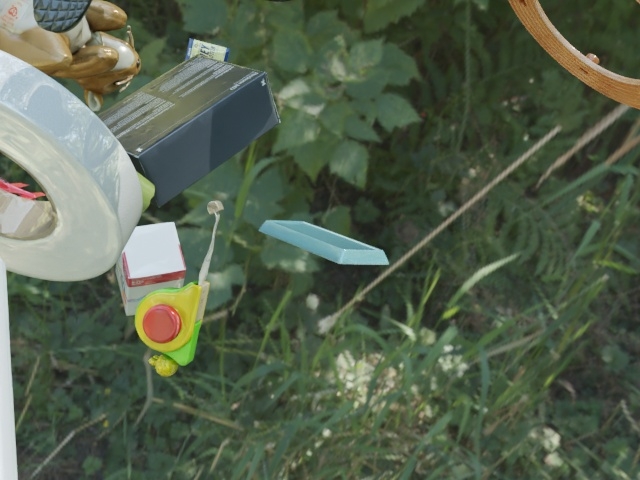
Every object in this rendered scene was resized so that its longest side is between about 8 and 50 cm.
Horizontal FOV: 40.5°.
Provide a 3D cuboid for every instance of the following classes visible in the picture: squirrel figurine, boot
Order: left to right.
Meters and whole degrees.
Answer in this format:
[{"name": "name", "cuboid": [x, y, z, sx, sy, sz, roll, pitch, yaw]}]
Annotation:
[{"name": "squirrel figurine", "cuboid": [-0.615, -0.442, 1.980, 0.396, 0.370, 0.281, -8, 79, 15]}, {"name": "boot", "cuboid": [-0.339, -0.401, 1.293, 0.083, 0.161, 0.247, 15, 83, 4]}]

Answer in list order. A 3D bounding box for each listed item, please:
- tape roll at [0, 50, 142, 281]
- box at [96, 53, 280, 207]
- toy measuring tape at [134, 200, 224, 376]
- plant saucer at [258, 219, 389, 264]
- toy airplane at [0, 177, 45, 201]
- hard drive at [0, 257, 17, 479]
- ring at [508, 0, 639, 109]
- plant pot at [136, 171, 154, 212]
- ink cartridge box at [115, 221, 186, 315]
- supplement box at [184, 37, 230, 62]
[{"name": "tape roll", "cuboid": [-0.420, -0.091, 1.110, 0.392, 0.392, 0.072, 22, 55, 0]}, {"name": "box", "cuboid": [-0.224, -0.183, 1.386, 0.261, 0.103, 0.184, -39, 40, -28]}, {"name": "toy measuring tape", "cuboid": [-0.260, 0.081, 1.555, 0.121, 0.330, 0.121, 12, 6, -1]}, {"name": "plant saucer", "cuboid": [0.000, 0.000, 1.006, 0.067, 0.018, 0.192, 1, 12, -32]}, {"name": "toy airplane", "cuboid": [-0.629, -0.102, 1.768, 0.151, 0.028, 0.151, 18, 19, -6]}, {"name": "hard drive", "cuboid": [-0.411, 0.201, 0.835, 0.233, 0.047, 0.353, -14, 66, 3]}, {"name": "ring", "cuboid": [0.377, -0.297, 1.159, 0.336, 0.336, 0.032, 39, 84, 20]}, {"name": "plant pot", "cuboid": [-0.281, -0.075, 1.230, 0.079, 0.083, 0.083, 31, 33, -32]}, {"name": "ink cartridge box", "cuboid": [-0.377, 0.065, 1.914, 0.127, 0.176, 0.128, -10, 60, -19]}, {"name": "supplement box", "cuboid": [-0.234, -0.364, 1.771, 0.083, 0.083, 0.056, 13, 83, -10]}]
